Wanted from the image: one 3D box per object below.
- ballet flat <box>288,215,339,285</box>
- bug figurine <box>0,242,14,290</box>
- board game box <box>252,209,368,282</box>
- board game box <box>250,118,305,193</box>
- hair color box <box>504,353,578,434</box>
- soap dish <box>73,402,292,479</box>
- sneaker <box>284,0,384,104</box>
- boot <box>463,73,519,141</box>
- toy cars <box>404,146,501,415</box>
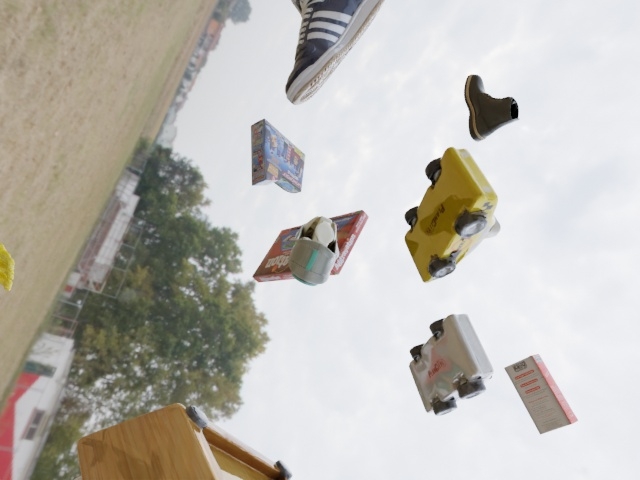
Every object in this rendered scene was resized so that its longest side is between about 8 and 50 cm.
[{"bbox_3d":[0.000,0.000,0.615,0.213,0.072,0.068,-80,-168,-74],"label":"ballet flat"},{"bbox_3d":[-0.359,-0.038,0.346,0.072,0.279,0.216,-30,163,-49],"label":"bug figurine"},{"bbox_3d":[-0.031,0.018,0.904,0.281,0.027,0.145,-12,-138,50],"label":"board game box"},{"bbox_3d":[-0.134,-0.223,1.266,0.060,0.194,0.194,-16,-125,35],"label":"board game box"},{"bbox_3d":[0.452,0.315,0.882,0.072,0.043,0.141,-43,-125,36],"label":"hair color box"},{"bbox_3d":[-0.054,0.272,0.320,0.118,0.228,0.291,-43,-140,-12],"label":"soap dish"},{"bbox_3d":[-0.017,-0.381,0.766,0.282,0.153,0.099,-55,-172,-17],"label":"sneaker"},{"bbox_3d":[0.477,-0.388,1.176,0.137,0.077,0.197,-20,-106,57],"label":"boot"},{"bbox_3d":[0.185,0.072,0.567,0.176,0.087,0.393,-138,-139,-69],"label":"toy cars"}]
